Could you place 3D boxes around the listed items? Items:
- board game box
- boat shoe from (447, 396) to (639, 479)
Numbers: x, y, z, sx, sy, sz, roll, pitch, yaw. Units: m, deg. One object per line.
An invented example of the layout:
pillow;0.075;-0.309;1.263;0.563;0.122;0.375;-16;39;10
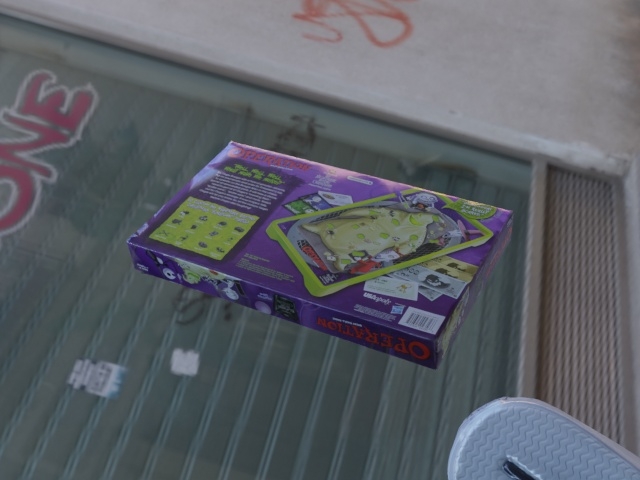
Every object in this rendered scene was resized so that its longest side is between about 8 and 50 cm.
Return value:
board game box;0.000;0.000;0.904;0.208;0.347;0.056;-53;-31;-38
boat shoe;0.197;0.175;0.406;0.109;0.302;0.094;-55;-23;13
